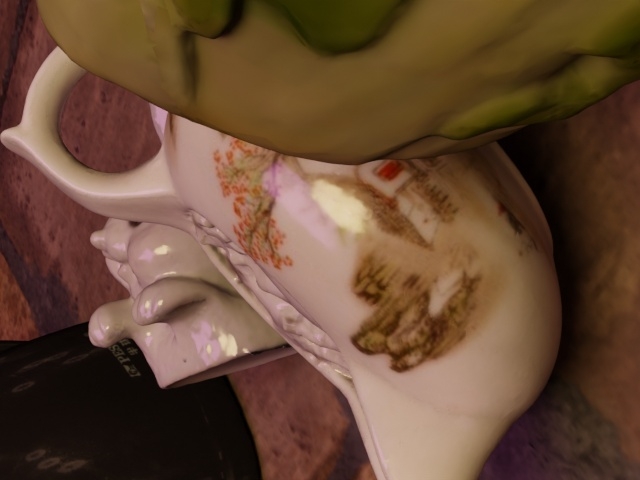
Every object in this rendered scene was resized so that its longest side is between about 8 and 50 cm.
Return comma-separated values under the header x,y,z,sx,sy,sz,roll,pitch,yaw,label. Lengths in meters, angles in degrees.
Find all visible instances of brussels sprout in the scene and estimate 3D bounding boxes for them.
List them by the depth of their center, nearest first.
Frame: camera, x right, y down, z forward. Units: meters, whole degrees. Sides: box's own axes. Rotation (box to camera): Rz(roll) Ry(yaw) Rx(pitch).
x,y,z,sx,sy,sz,roll,pitch,yaw,label
0.045,-0.198,0.334,0.315,0.276,0.371,26,114,36,brussels sprout

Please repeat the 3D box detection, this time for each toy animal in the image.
x,y,z,sx,sy,sz,roll,pitch,yaw,label
-0.080,-0.030,0.706,0.104,0.131,0.220,157,100,-68,toy animal

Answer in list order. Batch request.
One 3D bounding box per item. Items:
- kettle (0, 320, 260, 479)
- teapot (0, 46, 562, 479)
x,y,z,sx,sy,sz,roll,pitch,yaw,label
-0.230,0.160,0.829,0.268,0.290,0.207,43,134,38,kettle
0.000,0.000,0.548,0.298,0.139,0.204,43,171,18,teapot
